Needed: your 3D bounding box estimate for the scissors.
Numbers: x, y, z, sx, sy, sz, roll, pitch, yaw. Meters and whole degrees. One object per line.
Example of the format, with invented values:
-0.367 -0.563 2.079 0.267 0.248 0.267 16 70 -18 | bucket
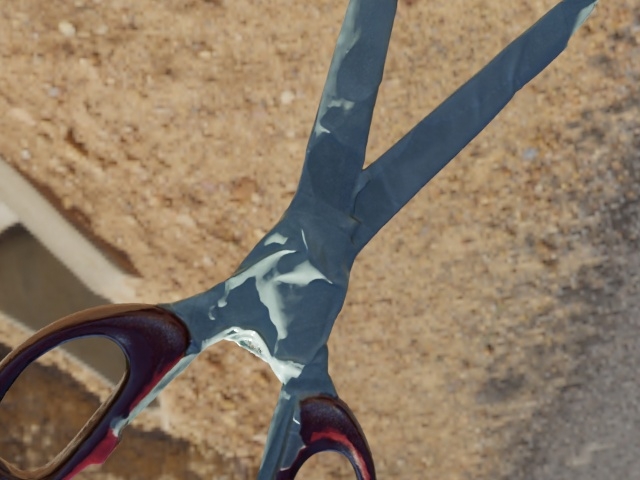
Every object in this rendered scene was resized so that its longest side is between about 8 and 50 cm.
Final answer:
0.000 0.000 0.391 0.144 0.247 0.017 29 -175 -17 | scissors
